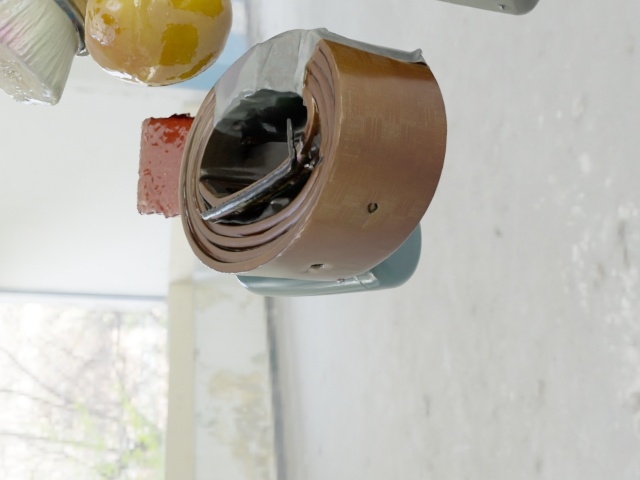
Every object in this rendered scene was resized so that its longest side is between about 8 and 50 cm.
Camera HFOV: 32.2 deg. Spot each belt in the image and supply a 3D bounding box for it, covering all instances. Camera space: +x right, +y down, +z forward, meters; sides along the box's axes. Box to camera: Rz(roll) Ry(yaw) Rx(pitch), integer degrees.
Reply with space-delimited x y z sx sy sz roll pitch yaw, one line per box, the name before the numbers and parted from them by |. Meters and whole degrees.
belt | -0.014 -0.062 0.836 0.261 0.105 0.184 -25 62 57

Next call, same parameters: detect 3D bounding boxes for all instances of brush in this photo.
brush | -0.376 -0.314 1.388 0.174 0.166 0.266 18 146 40

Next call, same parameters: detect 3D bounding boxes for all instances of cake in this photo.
cake | -0.110 -0.091 1.486 0.177 0.283 0.150 9 -95 -57

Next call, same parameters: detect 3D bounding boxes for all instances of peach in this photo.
peach | -0.142 -0.198 0.977 0.138 0.138 0.138 -178 90 -80

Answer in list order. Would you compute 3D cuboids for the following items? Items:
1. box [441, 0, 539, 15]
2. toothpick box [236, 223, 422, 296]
box | 0.096 -0.313 0.884 0.290 0.221 0.166 35 -104 -60
toothpick box | 0.000 0.000 1.134 0.120 0.184 0.120 22 -118 -52
